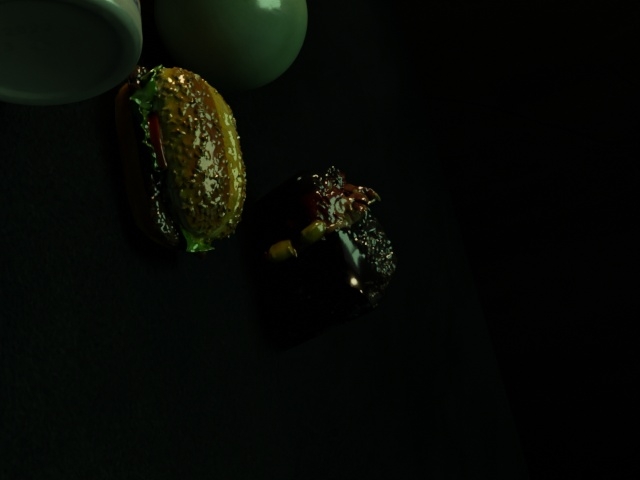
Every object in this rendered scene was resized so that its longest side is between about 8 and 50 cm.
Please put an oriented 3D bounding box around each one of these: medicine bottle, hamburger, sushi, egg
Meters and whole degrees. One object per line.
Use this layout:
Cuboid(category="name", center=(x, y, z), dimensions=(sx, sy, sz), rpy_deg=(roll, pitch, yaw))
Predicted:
Cuboid(category="medicine bottle", center=(-0.195, -0.267, 0.719), dimensions=(0.130, 0.130, 0.341), rpy_deg=(49, 28, -61))
Cuboid(category="hamburger", center=(-0.116, -0.070, 0.911), dimensions=(0.137, 0.087, 0.166), rpy_deg=(30, 47, -71))
Cuboid(category="sushi", center=(0.000, 0.000, 1.198), dimensions=(0.150, 0.153, 0.172), rpy_deg=(54, 40, -8))
Cuboid(category="egg", center=(-0.087, -0.224, 1.060), dimensions=(0.192, 0.149, 0.149), rpy_deg=(19, 57, -76))
